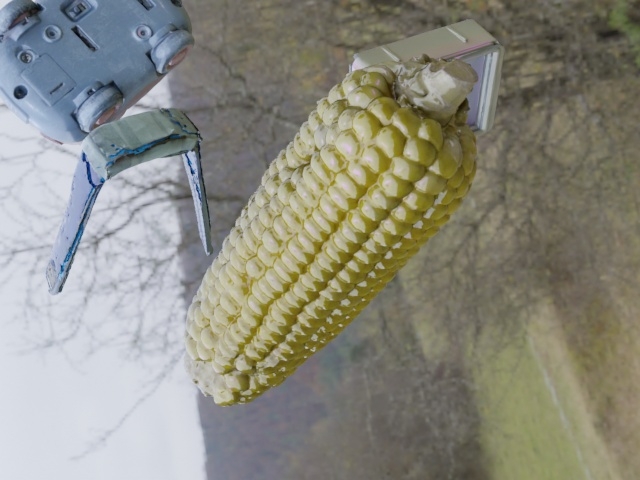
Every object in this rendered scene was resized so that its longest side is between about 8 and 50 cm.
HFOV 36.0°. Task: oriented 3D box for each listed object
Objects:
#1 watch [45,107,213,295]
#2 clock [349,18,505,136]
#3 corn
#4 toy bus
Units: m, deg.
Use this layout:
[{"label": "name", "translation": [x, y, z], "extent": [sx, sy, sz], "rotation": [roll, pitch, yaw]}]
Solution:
[{"label": "watch", "translation": [-0.214, -0.055, 1.308], "extent": [0.068, 0.276, 0.275], "rotation": [47, 133, 26]}, {"label": "clock", "translation": [0.134, -0.187, 1.265], "extent": [0.071, 0.191, 0.147], "rotation": [51, 152, 39]}, {"label": "corn", "translation": [0.000, 0.000, 0.745], "extent": [0.347, 0.130, 0.130], "rotation": [-52, 33, 30]}, {"label": "toy bus", "translation": [-0.330, -0.260, 1.428], "extent": [0.197, 0.294, 0.232], "rotation": [45, 161, -1]}]
